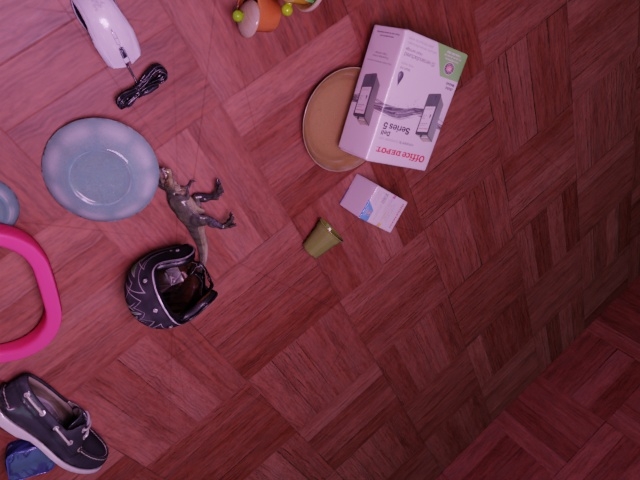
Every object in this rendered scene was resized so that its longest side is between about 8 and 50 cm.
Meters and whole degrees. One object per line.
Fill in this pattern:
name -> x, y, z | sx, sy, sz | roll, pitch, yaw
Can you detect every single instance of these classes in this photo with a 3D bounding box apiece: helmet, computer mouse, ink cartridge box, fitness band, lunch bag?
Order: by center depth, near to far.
computer mouse -> -0.337, -0.322, 0.812 | 0.106, 0.042, 0.193 | -35, 130, -13
fitness band -> -0.577, 0.103, 0.860 | 0.209, 0.054, 0.291 | -15, 128, -27
helmet -> -0.307, 0.096, 0.981 | 0.161, 0.169, 0.169 | -33, 130, -27
lunch bag -> -0.608, 0.452, 1.040 | 0.098, 0.065, 0.067 | -4, 102, -32
ink cartridge box -> 0.180, -0.308, 1.096 | 0.198, 0.115, 0.273 | 2, 113, -37
ink cartridge box -> 0.140, -0.091, 1.250 | 0.143, 0.090, 0.092 | 23, 100, -42

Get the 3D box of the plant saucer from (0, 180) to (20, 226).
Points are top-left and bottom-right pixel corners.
plant saucer -> -0.567, -0.049, 0.816 | 0.119, 0.021, 0.119 | -17, 124, -27

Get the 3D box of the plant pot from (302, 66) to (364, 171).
plant pot -> 0.054, -0.275, 1.125 | 0.236, 0.032, 0.236 | -18, 125, -28

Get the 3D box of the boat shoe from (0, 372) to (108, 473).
boat shoe -> -0.535, 0.384, 1.021 | 0.091, 0.114, 0.302 | -37, 131, -6

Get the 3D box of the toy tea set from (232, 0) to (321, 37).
toy tea set -> -0.071, -0.497, 0.803 | 0.124, 0.200, 0.336 | -6, 124, -43

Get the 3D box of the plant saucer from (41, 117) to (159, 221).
plant saucer -> -0.385, -0.115, 0.866 | 0.195, 0.037, 0.195 | -8, 119, -16

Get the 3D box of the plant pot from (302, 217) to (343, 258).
plant pot -> 0.000, 0.000, 1.218 | 0.079, 0.083, 0.083 | -44, 133, 11

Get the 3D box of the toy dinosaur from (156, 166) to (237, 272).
toy dinosaur -> -0.245, -0.056, 1.016 | 0.118, 0.064, 0.268 | -21, 127, -7
